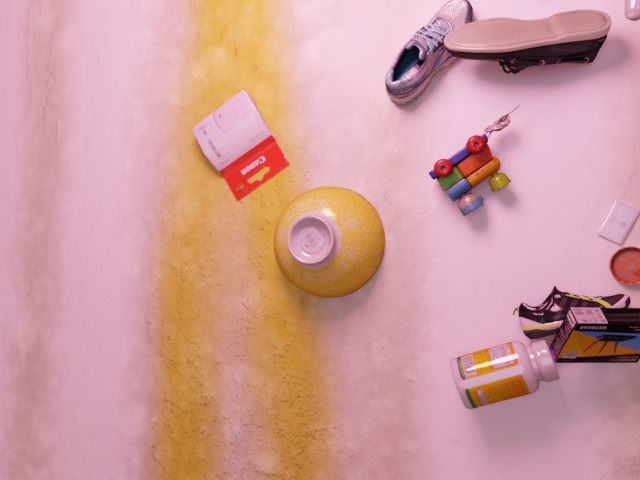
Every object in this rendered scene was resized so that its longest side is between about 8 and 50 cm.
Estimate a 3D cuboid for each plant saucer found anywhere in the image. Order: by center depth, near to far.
[{"bbox_3d":[0.669,0.054,1.171,0.084,0.013,0.083,-1,88,19],"label":"plant saucer"}]

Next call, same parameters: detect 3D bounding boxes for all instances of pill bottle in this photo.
[{"bbox_3d":[0.405,0.289,1.198,0.209,0.118,0.117,-22,81,17],"label":"pill bottle"}]

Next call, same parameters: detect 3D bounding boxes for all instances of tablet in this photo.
[{"bbox_3d":[0.651,-0.039,1.185,0.054,0.006,0.083,29,98,17],"label":"tablet"}]

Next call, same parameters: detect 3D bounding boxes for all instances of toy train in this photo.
[{"bbox_3d":[0.385,-0.177,1.237,0.248,0.105,0.143,-35,88,14],"label":"toy train"}]

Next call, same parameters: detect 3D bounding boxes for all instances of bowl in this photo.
[{"bbox_3d":[0.000,0.000,1.327,0.290,0.156,0.289,-1,87,19],"label":"bowl"}]

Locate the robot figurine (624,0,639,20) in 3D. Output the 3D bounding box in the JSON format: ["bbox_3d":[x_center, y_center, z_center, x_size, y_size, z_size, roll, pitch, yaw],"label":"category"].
[{"bbox_3d":[0.759,-0.495,1.063,0.300,0.200,0.353,8,91,10],"label":"robot figurine"}]

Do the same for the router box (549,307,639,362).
[{"bbox_3d":[0.581,0.195,1.110,0.179,0.046,0.133,0,132,-3],"label":"router box"}]

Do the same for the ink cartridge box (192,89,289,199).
[{"bbox_3d":[-0.218,-0.257,1.465,0.189,0.066,0.232,-33,74,15],"label":"ink cartridge box"}]

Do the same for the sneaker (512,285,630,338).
[{"bbox_3d":[0.538,0.140,1.176,0.235,0.084,0.097,-21,79,17],"label":"sneaker"}]

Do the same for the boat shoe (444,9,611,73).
[{"bbox_3d":[0.453,-0.429,1.215,0.341,0.113,0.127,-6,51,11],"label":"boat shoe"}]

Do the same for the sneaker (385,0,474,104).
[{"bbox_3d":[0.257,-0.449,1.273,0.110,0.122,0.283,40,100,16],"label":"sneaker"}]
